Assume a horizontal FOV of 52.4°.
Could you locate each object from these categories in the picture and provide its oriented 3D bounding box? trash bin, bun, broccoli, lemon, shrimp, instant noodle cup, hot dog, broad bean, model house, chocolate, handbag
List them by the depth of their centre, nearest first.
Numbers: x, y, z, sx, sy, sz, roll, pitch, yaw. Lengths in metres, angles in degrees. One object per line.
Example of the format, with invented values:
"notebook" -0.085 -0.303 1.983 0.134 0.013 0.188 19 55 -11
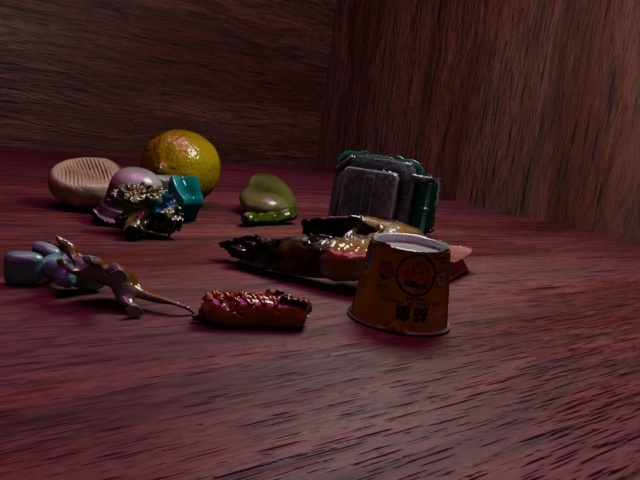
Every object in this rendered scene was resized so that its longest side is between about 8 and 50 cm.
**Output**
"hot dog" -0.104 0.103 1.012 0.188 0.055 0.072 5 12 -18
"instant noodle cup" 0.146 0.069 1.132 0.182 0.144 0.182 8 11 -1
"shrimp" 0.000 0.000 1.382 0.445 0.085 0.272 -1 25 15
"broccoli" -0.418 -0.060 1.537 0.155 0.167 0.160 -22 33 18
"handbag" 0.275 0.044 1.599 0.157 0.059 0.212 13 12 26
"chocolate" -0.488 -0.116 1.682 0.221 0.147 0.221 5 15 -1
"model house" -0.393 -0.118 1.812 0.149 0.127 0.100 12 11 39
"bun" -0.645 -0.144 1.817 0.223 0.127 0.222 7 35 -5
"trash bin" 0.224 -0.119 1.927 0.295 0.259 0.381 12 8 25
"broad bean" -0.155 -0.071 1.943 0.256 0.053 0.052 -7 56 -53
"lemon" -0.447 -0.234 2.084 0.268 0.267 0.267 7 10 -1
"broad bean" -0.172 -0.130 2.137 0.189 0.121 0.263 11 25 -8

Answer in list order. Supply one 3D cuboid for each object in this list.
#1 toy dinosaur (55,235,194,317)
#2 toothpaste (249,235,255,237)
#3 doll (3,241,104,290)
"toy dinosaur" -0.313 0.067 1.015 0.212 0.057 0.142 37 -7 -32
"toothpaste" -0.078 0.030 1.474 0.196 0.047 0.040 11 -4 19
"doll" -0.432 0.045 1.077 0.159 0.059 0.159 7 9 -4
